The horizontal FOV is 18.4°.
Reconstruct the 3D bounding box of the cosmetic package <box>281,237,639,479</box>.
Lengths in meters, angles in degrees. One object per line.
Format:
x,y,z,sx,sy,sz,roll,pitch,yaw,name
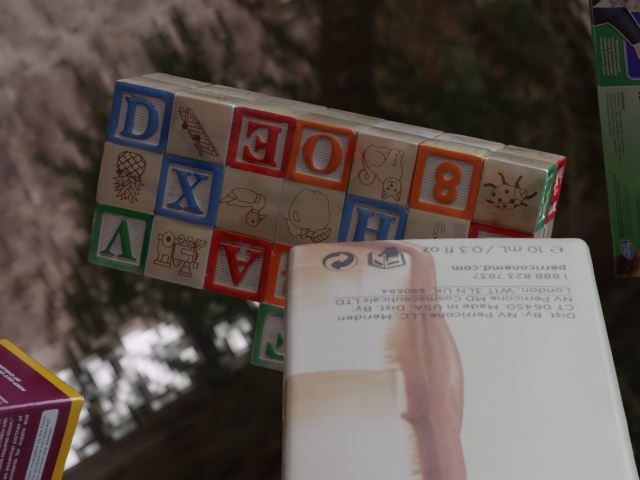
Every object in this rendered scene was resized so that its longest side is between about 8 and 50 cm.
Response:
0.050,0.137,0.717,0.296,0.129,0.153,-91,180,-59,cosmetic package

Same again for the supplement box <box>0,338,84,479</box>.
-0.237,0.124,1.108,0.081,0.188,0.104,31,-68,36,supplement box

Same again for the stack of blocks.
0.000,0.000,1.336,0.297,0.087,0.171,13,-79,13,stack of blocks

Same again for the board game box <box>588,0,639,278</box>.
0.332,-0.112,1.595,0.214,0.046,0.317,-1,-57,15,board game box
